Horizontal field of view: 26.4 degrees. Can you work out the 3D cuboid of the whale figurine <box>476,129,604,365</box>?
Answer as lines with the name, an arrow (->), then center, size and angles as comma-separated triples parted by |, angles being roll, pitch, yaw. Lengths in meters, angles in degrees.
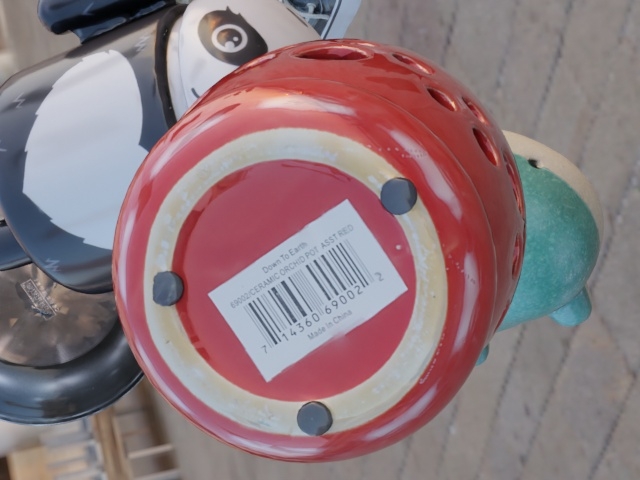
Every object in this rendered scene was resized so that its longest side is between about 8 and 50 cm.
whale figurine -> 0.132, 0.031, 1.197 | 0.141, 0.216, 0.272 | -60, -4, -42

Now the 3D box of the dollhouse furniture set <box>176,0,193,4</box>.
dollhouse furniture set -> -0.191, -0.383, 1.596 | 0.135, 0.262, 0.259 | 35, 112, 39

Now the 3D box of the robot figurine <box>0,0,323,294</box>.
robot figurine -> -0.115, -0.063, 0.935 | 0.209, 0.278, 0.174 | 54, -152, -38

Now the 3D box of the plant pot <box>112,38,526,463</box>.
plant pot -> 0.000, 0.000, 0.648 | 0.174, 0.191, 0.191 | -39, -59, -77

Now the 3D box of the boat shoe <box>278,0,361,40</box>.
boat shoe -> -0.017, -0.309, 1.638 | 0.306, 0.104, 0.113 | 123, 142, -68

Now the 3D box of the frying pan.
frying pan -> -0.291, 0.070, 1.125 | 0.053, 0.326, 0.197 | 99, 158, -56
